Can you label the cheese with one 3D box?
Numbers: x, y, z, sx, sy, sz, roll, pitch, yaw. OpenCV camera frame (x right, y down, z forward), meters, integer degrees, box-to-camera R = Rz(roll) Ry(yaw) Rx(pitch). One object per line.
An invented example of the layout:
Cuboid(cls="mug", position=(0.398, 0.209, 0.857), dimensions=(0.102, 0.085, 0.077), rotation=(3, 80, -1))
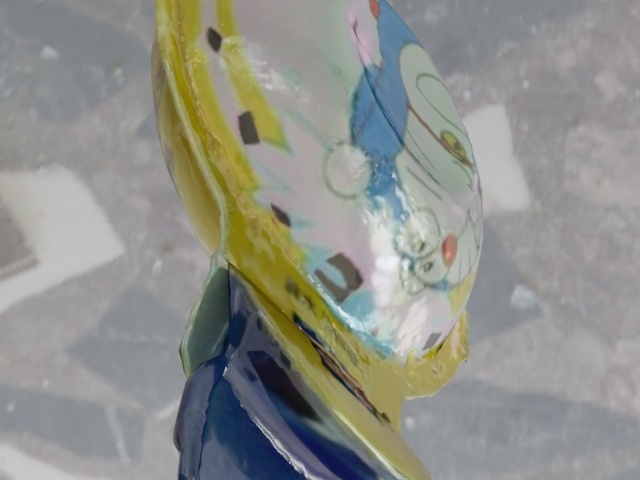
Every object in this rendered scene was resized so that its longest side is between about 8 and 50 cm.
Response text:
Cuboid(cls="cheese", position=(0.000, 0.000, 0.470), dimensions=(0.064, 0.250, 0.156), rotation=(-27, 125, 24))
